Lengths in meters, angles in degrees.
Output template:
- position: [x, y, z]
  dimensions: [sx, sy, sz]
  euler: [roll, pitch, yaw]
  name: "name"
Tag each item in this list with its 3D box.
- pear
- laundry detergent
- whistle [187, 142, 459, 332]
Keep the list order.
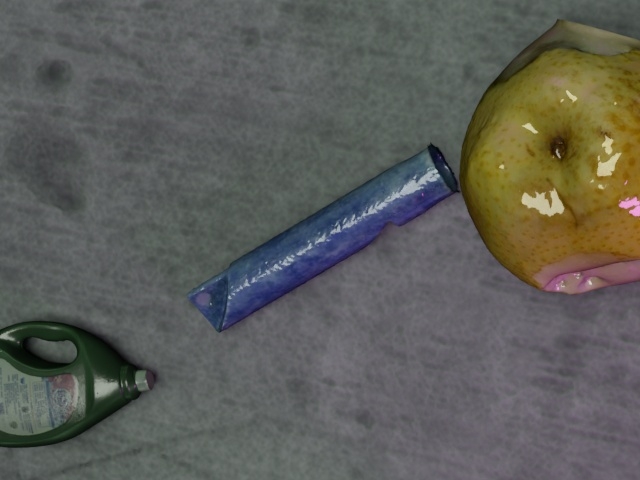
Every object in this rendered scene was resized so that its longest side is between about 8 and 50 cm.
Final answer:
- position: [0.252, -0.069, 1.491]
  dimensions: [0.271, 0.271, 0.271]
  euler: [1, 92, 17]
  name: "pear"
- position: [-0.284, 0.152, 1.760]
  dimensions: [0.211, 0.063, 0.137]
  euler: [-9, 83, 17]
  name: "laundry detergent"
- position: [0.000, 0.000, 1.668]
  dimensions: [0.304, 0.062, 0.062]
  euler: [-31, 83, 16]
  name: "whistle"
